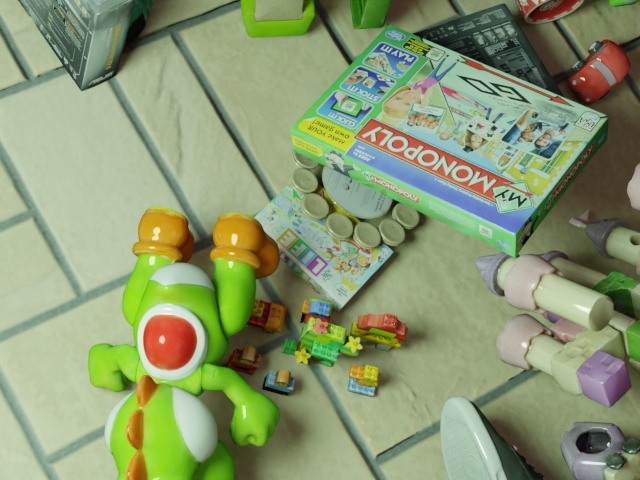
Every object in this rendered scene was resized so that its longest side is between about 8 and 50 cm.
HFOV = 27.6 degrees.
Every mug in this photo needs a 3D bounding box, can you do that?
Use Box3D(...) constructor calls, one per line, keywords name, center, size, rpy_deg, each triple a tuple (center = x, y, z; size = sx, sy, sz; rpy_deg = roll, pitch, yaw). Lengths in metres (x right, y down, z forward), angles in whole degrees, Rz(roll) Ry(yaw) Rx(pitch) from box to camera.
Box3D(name="mug", center=(0.298, -0.402, 1.812), size=(0.113, 0.150, 0.169), rpy_deg=(-18, 77, 3))

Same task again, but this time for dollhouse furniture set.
Box3D(name="dollhouse furniture set", center=(-0.019, -0.435, 1.702), size=(0.197, 0.151, 0.301), rpy_deg=(-4, 68, -6))

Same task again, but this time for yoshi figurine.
Box3D(name="yoshi figurine", center=(-0.149, 0.158, 1.429), size=(0.203, 0.203, 0.362), rpy_deg=(26, 59, -30))

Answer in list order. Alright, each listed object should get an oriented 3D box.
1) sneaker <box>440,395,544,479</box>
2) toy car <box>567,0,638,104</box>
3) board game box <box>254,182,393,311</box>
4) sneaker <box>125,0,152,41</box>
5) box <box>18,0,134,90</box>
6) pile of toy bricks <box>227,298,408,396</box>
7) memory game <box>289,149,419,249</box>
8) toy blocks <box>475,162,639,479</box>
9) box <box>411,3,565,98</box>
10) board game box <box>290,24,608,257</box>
Box3D(name="sneaker", center=(0.254, 0.298, 1.521), size=(0.147, 0.104, 0.295), rpy_deg=(-24, 82, -26))
Box3D(name="toy car", center=(0.441, -0.320, 1.833), size=(0.239, 0.053, 0.225), rpy_deg=(-13, 89, -22))
Box3D(name="board game box", center=(0.000, 0.000, 1.610), size=(0.154, 0.026, 0.103), rpy_deg=(42, 63, 4))
Box3D(name="sneaker", center=(-0.262, -0.347, 1.666), size=(0.098, 0.083, 0.223), rpy_deg=(5, 60, 8))
Box3D(name="box", center=(-0.317, -0.320, 1.564), size=(0.056, 0.183, 0.231), rpy_deg=(-32, 79, -26))
Box3D(name="pile of toy bricks", center=(-0.003, 0.116, 1.515), size=(0.212, 0.105, 0.118), rpy_deg=(15, 64, -10))
Box3D(name="memory game", center=(0.045, -0.068, 1.639), size=(0.186, 0.012, 0.186), rpy_deg=(15, 52, -20))
Box3D(name="toy blocks", center=(0.334, 0.085, 1.598), size=(0.288, 0.260, 0.309), rpy_deg=(-35, 125, -25))
Box3D(name="box", center=(0.191, -0.200, 1.734), size=(0.233, 0.059, 0.183), rpy_deg=(-23, 73, -23))
Box3D(name="board game box", center=(0.153, -0.128, 1.565), size=(0.317, 0.046, 0.213), rpy_deg=(27, 59, 26))
